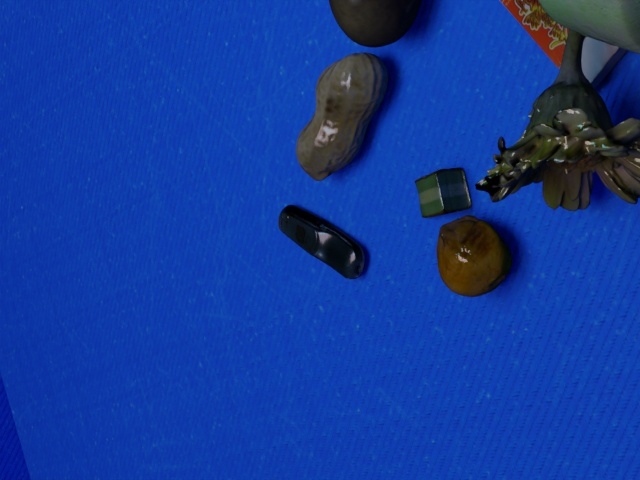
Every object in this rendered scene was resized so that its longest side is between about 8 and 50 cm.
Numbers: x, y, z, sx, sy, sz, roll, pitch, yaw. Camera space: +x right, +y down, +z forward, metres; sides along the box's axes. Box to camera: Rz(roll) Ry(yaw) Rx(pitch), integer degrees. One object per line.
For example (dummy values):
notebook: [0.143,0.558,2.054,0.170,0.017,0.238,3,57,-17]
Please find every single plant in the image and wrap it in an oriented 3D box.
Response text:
plant: [0.330,-0.154,1.655,0.306,0.261,0.297,2,114,51]

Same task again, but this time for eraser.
eraser: [0.367,-0.351,1.765,0.230,0.038,0.157,54,133,23]

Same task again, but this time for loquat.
loquat: [0.245,0.023,1.944,0.137,0.113,0.137,55,157,37]

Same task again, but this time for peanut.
peanut: [0.028,-0.221,2.106,0.125,0.111,0.274,52,132,30]

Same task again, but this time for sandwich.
sandwich: [0.181,-0.075,2.004,0.116,0.074,0.074,-13,89,47]

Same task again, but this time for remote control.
remote control: [0.000,0.000,2.239,0.222,0.042,0.072,34,125,37]

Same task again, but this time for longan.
longan: [0.089,-0.409,1.953,0.167,0.167,0.187,-1,92,47]

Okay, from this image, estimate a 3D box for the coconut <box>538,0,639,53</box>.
coconut: [0.426,-0.379,1.513,0.328,0.328,0.281,23,124,41]
